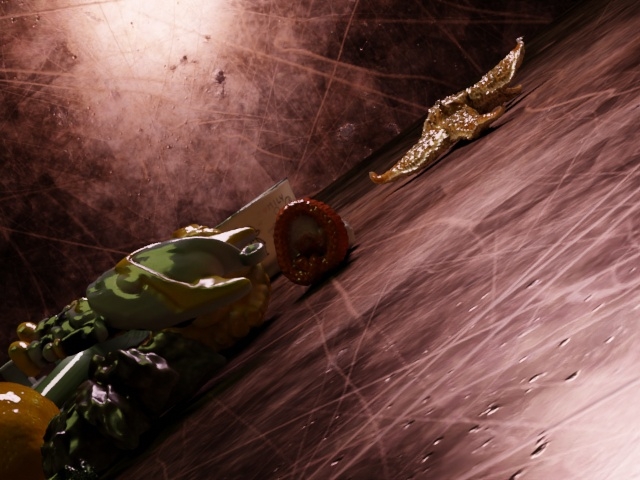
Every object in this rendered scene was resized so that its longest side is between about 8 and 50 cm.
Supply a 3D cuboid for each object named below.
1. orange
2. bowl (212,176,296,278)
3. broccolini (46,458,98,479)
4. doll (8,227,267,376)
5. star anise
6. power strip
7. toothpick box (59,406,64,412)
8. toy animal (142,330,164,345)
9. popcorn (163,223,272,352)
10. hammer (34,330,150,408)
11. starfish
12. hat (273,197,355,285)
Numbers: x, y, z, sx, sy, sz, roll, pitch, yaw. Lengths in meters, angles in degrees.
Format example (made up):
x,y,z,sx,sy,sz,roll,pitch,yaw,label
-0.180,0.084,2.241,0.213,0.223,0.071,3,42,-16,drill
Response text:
x,y,z,sx,sy,sz,roll,pitch,yaw,label
-0.400,0.253,1.614,0.179,0.159,0.237,-19,4,2,orange
-0.119,0.007,2.260,0.237,0.126,0.238,-36,5,3,bowl
-0.317,0.303,1.350,0.254,0.071,0.058,-41,43,26,broccolini
-0.206,0.066,1.528,0.316,0.103,0.145,-25,-3,10,doll
-0.221,0.173,1.468,0.236,0.109,0.223,-36,0,24,star anise
-0.494,0.268,2.265,0.061,0.145,0.215,-35,4,-3,power strip
-0.371,0.274,1.864,0.083,0.052,0.052,-37,4,4,toothpick box
-0.198,0.153,1.610,0.060,0.083,0.081,-38,8,-19,toy animal
-0.146,0.064,1.670,0.180,0.180,0.170,-40,-28,-41,popcorn
-0.411,0.209,2.159,0.206,0.119,0.335,-42,6,39,hammer
0.249,-0.223,2.170,0.293,0.084,0.301,-42,3,-43,starfish
0.000,0.000,1.744,0.093,0.112,0.162,-7,0,11,hat
